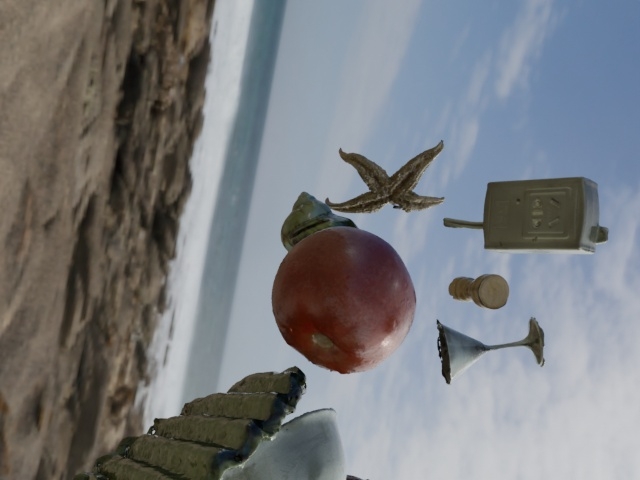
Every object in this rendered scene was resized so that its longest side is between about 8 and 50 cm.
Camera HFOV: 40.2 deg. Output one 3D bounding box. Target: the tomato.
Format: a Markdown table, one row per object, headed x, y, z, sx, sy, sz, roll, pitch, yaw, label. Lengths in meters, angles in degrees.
| x | y | z | sx | sy | sz | roll | pitch | yaw | label |
| --- | --- | --- | --- | --- | --- | --- | --- | --- | --- |
| 0.036 | 0.081 | 1.258 | 0.208 | 0.208 | 0.184 | 106 | 10 | -52 | tomato |

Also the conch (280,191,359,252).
| x | y | z | sx | sy | sz | roll | pitch | yaw | label |
| --- | --- | --- | --- | --- | --- | --- | --- | --- | --- |
| 0.001 | -0.003 | 1.637 | 0.124 | 0.181 | 0.187 | -54 | 165 | 5 | conch |

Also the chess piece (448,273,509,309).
| x | y | z | sx | sy | sz | roll | pitch | yaw | label |
| --- | --- | --- | --- | --- | --- | --- | --- | --- | --- |
| 0.281 | 0.090 | 1.582 | 0.122 | 0.066 | 0.066 | 180 | -80 | -67 | chess piece |

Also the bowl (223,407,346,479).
| x | y | z | sx | sy | sz | roll | pitch | yaw | label |
| --- | --- | --- | --- | --- | --- | --- | --- | --- | --- |
| -0.053 | 0.423 | 1.398 | 0.313 | 0.146 | 0.313 | -35 | 156 | -19 | bowl |

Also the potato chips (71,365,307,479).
| x | y | z | sx | sy | sz | roll | pitch | yaw | label |
| --- | --- | --- | --- | --- | --- | --- | --- | --- | --- |
| -0.166 | 0.270 | 1.161 | 0.070 | 0.358 | 0.429 | 62 | -26 | -4 | potato chips |

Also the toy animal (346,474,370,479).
| x | y | z | sx | sy | sz | roll | pitch | yaw | label |
| --- | --- | --- | --- | --- | --- | --- | --- | --- | --- |
| 0.063 | 0.506 | 1.742 | 0.179 | 0.188 | 0.089 | 47 | 60 | -44 | toy animal |

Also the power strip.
| x | y | z | sx | sy | sz | roll | pitch | yaw | label |
| --- | --- | --- | --- | --- | --- | --- | --- | --- | --- |
| 0.205 | -0.023 | 0.899 | 0.042 | 0.175 | 0.075 | 11 | 80 | -50 | power strip |

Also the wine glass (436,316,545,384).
| x | y | z | sx | sy | sz | roll | pitch | yaw | label |
| --- | --- | --- | --- | --- | --- | --- | --- | --- | --- |
| 0.309 | 0.193 | 1.586 | 0.122 | 0.183 | 0.122 | -9 | 90 | -90 | wine glass |

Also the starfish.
| x | y | z | sx | sy | sz | roll | pitch | yaw | label |
| --- | --- | --- | --- | --- | --- | --- | --- | --- | --- |
| 0.120 | -0.115 | 1.691 | 0.050 | 0.247 | 0.138 | -63 | 148 | -64 | starfish |
